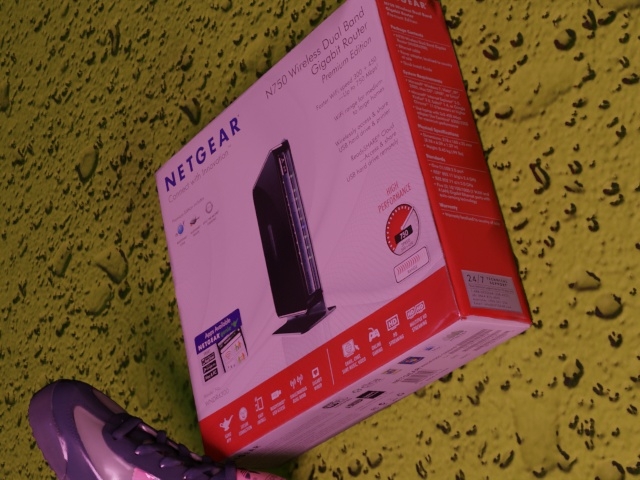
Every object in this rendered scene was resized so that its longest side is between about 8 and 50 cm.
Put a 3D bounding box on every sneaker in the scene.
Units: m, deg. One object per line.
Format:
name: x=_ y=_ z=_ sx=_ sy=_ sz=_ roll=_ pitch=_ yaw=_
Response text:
sneaker: x=-0.098 y=0.210 z=1.169 sx=0.319 sy=0.112 sz=0.131 roll=43 pitch=113 yaw=-3

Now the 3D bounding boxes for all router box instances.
router box: x=0.000 y=0.000 z=1.191 sx=0.335 sy=0.082 sz=0.301 roll=-37 pitch=57 yaw=41
